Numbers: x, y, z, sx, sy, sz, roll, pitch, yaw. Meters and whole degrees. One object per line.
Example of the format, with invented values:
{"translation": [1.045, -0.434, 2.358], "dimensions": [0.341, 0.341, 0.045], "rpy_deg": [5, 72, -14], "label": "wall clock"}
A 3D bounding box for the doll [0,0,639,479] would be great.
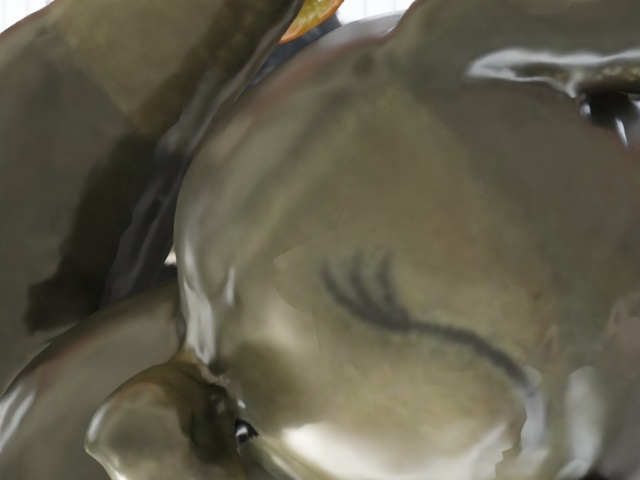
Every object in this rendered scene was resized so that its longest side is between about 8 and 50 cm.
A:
{"translation": [-0.017, -0.010, 0.571], "dimensions": [0.382, 0.252, 0.378], "rpy_deg": [-45, -111, 9], "label": "doll"}

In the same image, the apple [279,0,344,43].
{"translation": [-0.049, -0.247, 1.260], "dimensions": [0.163, 0.163, 0.139], "rpy_deg": [-40, -109, -9], "label": "apple"}
